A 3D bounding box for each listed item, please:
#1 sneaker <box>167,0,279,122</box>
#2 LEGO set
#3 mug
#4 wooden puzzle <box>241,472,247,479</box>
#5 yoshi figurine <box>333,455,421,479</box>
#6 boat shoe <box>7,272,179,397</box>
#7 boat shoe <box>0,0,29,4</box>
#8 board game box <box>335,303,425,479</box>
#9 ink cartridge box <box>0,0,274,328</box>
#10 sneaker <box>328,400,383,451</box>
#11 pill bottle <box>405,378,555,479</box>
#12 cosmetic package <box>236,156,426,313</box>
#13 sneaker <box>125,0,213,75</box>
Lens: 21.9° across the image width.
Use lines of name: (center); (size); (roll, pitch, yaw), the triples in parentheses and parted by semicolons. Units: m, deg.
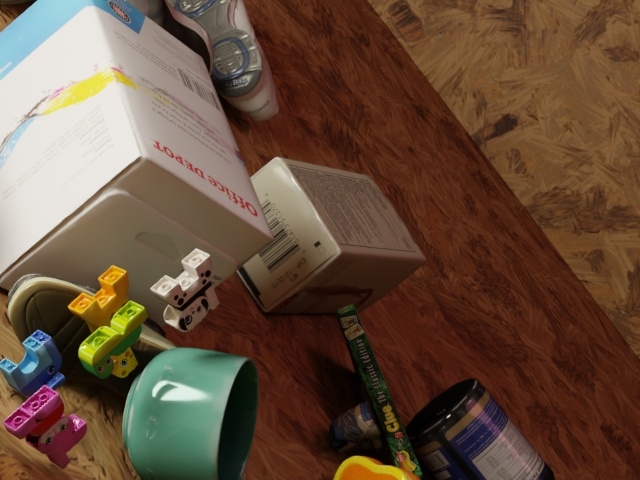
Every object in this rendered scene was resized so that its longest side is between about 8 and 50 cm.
sneaker: (-0.139, -0.283, 2.380); (0.129, 0.111, 0.297); (56, 13, -51)
LEGO set: (-0.186, 0.103, 1.425); (0.087, 0.227, 0.093); (24, -34, 40)
mug: (-0.120, 0.174, 1.487); (0.097, 0.158, 0.129); (9, 17, 12)
wooden puzzle: (-0.102, 0.200, 1.637); (0.078, 0.014, 0.116); (34, 25, -44)
yoshi figurine: (0.144, 0.360, 1.690); (0.362, 0.203, 0.203); (36, 39, -47)
boat shoe: (-0.206, 0.085, 1.511); (0.223, 0.080, 0.073); (33, 8, -43)
boat shoe: (-0.322, -0.325, 1.996); (0.302, 0.109, 0.094); (-15, 83, -62)
board game box: (0.079, 0.212, 1.956); (0.136, 0.030, 0.260); (68, 0, -48)
ink cartridge box: (-0.208, -0.076, 1.600); (0.198, 0.197, 0.270); (34, 25, -46)
sneaker: (0.036, 0.215, 1.893); (0.135, 0.058, 0.052); (73, -4, -72)
pill bottle: (0.215, 0.291, 2.073); (0.219, 0.122, 0.123); (51, 18, -6)
cosmetic package: (0.000, 0.000, 2.091); (0.153, 0.129, 0.296); (56, 19, 17)
sneaker: (-0.207, -0.218, 2.073); (0.296, 0.104, 0.147); (53, 32, -67)
